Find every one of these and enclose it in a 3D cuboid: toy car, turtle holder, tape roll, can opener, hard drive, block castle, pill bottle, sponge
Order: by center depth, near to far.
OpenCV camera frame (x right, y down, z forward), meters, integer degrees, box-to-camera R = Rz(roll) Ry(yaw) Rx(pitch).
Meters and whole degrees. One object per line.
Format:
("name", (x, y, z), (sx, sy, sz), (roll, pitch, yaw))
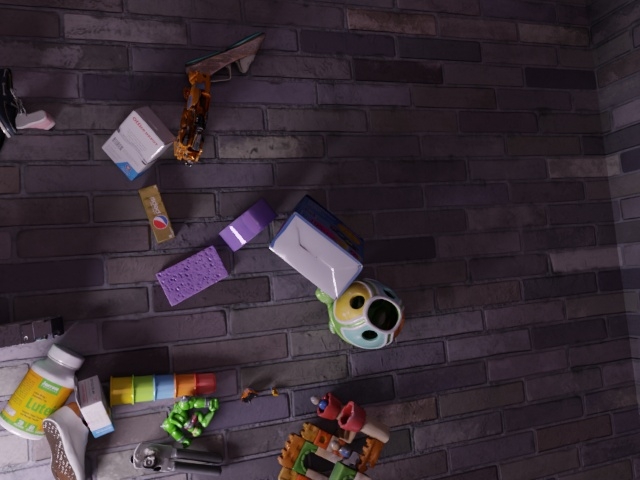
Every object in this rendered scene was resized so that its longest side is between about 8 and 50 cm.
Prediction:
("hard drive", (-0.906, 0.266, 1.482), (0.338, 0.237, 0.064), (-7, 87, -18))
("pill bottle", (-0.795, 0.431, 1.553), (0.136, 0.136, 0.246), (32, 75, -13))
("can opener", (-0.451, 0.690, 1.686), (0.283, 0.095, 0.076), (19, 57, -25))
("block castle", (0.003, 0.724, 1.705), (0.212, 0.303, 0.453), (30, 75, -12))
("tape roll", (-0.236, -0.053, 1.765), (0.189, 0.189, 0.080), (-42, 99, -18))
("sponge", (-0.421, 0.114, 1.769), (0.210, 0.031, 0.117), (-29, 94, -19))
("toy car", (-0.208, 0.515, 1.806), (0.122, 0.060, 0.041), (11, 36, -34))
("turtle holder", (0.149, 0.225, 1.845), (0.243, 0.227, 0.320), (-38, 97, -18))

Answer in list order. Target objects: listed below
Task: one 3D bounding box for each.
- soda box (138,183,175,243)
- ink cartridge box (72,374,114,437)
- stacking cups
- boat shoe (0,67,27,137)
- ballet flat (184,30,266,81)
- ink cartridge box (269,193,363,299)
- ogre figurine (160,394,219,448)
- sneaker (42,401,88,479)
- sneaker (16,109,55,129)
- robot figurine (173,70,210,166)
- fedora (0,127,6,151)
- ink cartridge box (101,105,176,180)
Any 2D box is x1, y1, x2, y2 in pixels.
("soda box", (-0.530, -0.085, 1.739), (0.061, 0.058, 0.181), (-21, 91, -19))
("ink cartridge box", (-0.659, 0.472, 1.565), (0.061, 0.104, 0.181), (-18, 131, -19))
("stacking cups", (-0.488, 0.462, 1.676), (0.316, 0.096, 0.096), (2, 84, -18))
("boat shoe", (-0.930, -0.414, 1.594), (0.079, 0.095, 0.255), (-19, 61, -19))
("ballet flat", (-0.314, -0.618, 1.859), (0.316, 0.107, 0.106), (-29, 114, -14))
("ink cartridge box", (0.000, 0.000, 1.773), (0.270, 0.395, 0.151), (39, 102, -6))
("ogre figurine", (-0.411, 0.552, 1.675), (0.118, 0.197, 0.097), (33, 33, -19))
("sneaker", (-0.712, 0.603, 1.567), (0.105, 0.123, 0.290), (11, 114, 17))
("sneaker", (-0.883, -0.364, 1.659), (0.134, 0.070, 0.051), (-7, 80, 11))
("robot figurine", (-0.414, -0.385, 1.740), (0.085, 0.211, 0.291), (11, 71, -21))
("fedora", (-1.092, -0.340, 1.527), (0.333, 0.152, 0.334), (2, 84, -18))
("ink cartridge box", (-0.567, -0.303, 1.681), (0.190, 0.082, 0.140), (-36, 99, 27))
